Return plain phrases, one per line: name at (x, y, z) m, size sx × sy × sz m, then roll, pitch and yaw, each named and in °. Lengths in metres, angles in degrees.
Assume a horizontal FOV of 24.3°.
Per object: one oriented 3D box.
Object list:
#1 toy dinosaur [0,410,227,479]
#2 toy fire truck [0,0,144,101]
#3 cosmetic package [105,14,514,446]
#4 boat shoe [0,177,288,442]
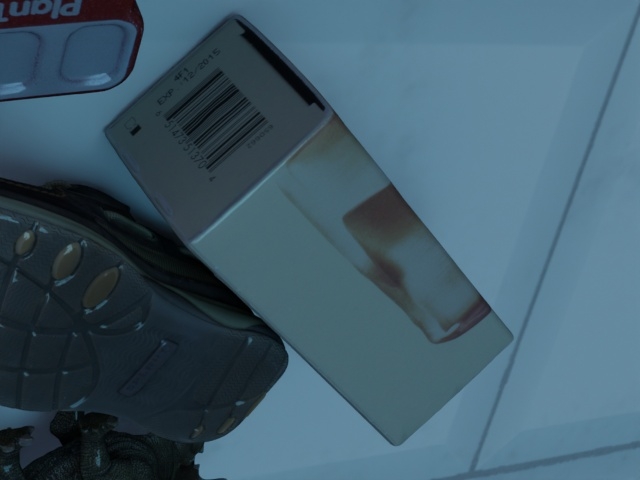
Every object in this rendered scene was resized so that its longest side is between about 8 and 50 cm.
toy dinosaur at (-0.201, 0.193, 1.081) m, size 0.313 × 0.121 × 0.160 m, roll -23°, pitch 119°, yaw -25°
toy fire truck at (-0.224, -0.156, 0.792) m, size 0.302 × 0.169 × 0.254 m, roll -11°, pitch 146°, yaw -27°
cosmetic package at (0.000, 0.000, 1.054) m, size 0.129 × 0.153 × 0.296 m, roll -42°, pitch 137°, yaw 0°
boat shoe at (-0.168, 0.034, 0.980) m, size 0.132 × 0.130 × 0.355 m, roll -46°, pitch 141°, yaw 7°
